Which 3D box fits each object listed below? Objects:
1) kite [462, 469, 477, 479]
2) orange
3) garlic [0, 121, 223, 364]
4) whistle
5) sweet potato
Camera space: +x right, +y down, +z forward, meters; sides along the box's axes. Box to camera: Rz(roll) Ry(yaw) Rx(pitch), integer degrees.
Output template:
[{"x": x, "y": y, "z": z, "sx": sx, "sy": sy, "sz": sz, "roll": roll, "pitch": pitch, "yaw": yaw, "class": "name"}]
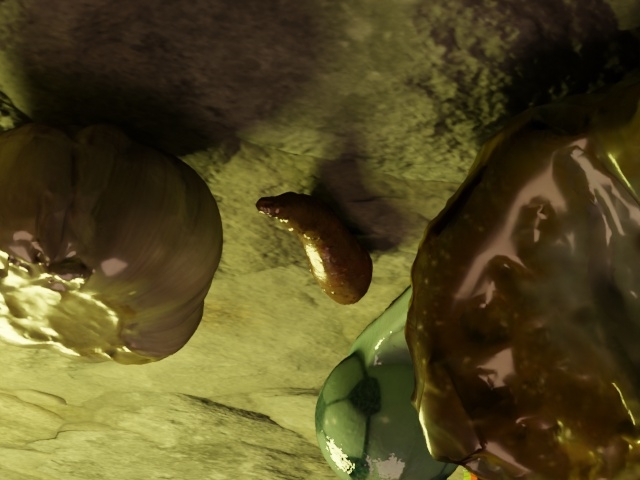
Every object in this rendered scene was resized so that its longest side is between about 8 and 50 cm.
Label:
[{"x": 0.193, "y": 0.335, "z": 1.781, "sx": 0.241, "sy": 0.014, "sz": 0.183, "roll": 5, "pitch": 155, "yaw": 11, "class": "kite"}, {"x": 0.234, "y": 0.020, "z": 0.809, "sx": 0.368, "sy": 0.271, "sz": 0.210, "roll": -15, "pitch": -169, "yaw": 41, "class": "orange"}, {"x": -0.178, "y": -0.004, "z": 0.973, "sx": 0.227, "sy": 0.152, "sz": 0.228, "roll": 9, "pitch": 148, "yaw": 5, "class": "garlic"}, {"x": 0.079, "y": 0.157, "z": 1.247, "sx": 0.163, "sy": 0.163, "sz": 0.290, "roll": 13, "pitch": 156, "yaw": -11, "class": "whistle"}, {"x": 0.000, "y": 0.000, "z": 1.043, "sx": 0.050, "sy": 0.050, "sz": 0.214, "roll": 0, "pitch": 157, "yaw": 18, "class": "sweet potato"}]
